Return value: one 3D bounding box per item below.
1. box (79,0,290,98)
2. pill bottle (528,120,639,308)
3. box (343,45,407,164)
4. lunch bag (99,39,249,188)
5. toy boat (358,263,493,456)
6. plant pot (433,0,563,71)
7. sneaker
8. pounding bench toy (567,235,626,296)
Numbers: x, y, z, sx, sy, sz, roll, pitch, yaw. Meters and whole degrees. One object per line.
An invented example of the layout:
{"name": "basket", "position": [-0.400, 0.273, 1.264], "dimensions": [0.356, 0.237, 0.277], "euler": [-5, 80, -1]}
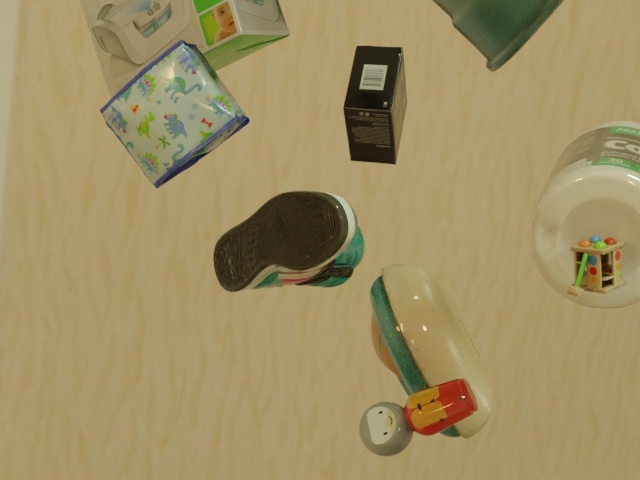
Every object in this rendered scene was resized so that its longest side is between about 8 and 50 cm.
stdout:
{"name": "box", "position": [-0.206, -0.355, 1.583], "dimensions": [0.262, 0.231, 0.127], "euler": [-18, -1, 33]}
{"name": "pill bottle", "position": [0.431, -0.055, 1.620], "dimensions": [0.204, 0.204, 0.361], "euler": [11, 22, 15]}
{"name": "box", "position": [0.104, -0.250, 2.036], "dimensions": [0.093, 0.156, 0.158], "euler": [5, -33, 11]}
{"name": "lunch bag", "position": [-0.188, -0.159, 1.401], "dimensions": [0.129, 0.151, 0.096], "euler": [54, 8, 2]}
{"name": "toy boat", "position": [0.129, 0.175, 1.463], "dimensions": [0.148, 0.267, 0.318], "euler": [-25, 13, 13]}
{"name": "plant pot", "position": [0.202, -0.456, 1.441], "dimensions": [0.334, 0.341, 0.341], "euler": [36, 11, -4]}
{"name": "sneaker", "position": [0.000, 0.000, 1.491], "dimensions": [0.178, 0.124, 0.295], "euler": [-9, -7, -37]}
{"name": "pounding bench toy", "position": [0.350, 0.032, 1.417], "dimensions": [0.083, 0.065, 0.052], "euler": [-18, 18, -41]}
